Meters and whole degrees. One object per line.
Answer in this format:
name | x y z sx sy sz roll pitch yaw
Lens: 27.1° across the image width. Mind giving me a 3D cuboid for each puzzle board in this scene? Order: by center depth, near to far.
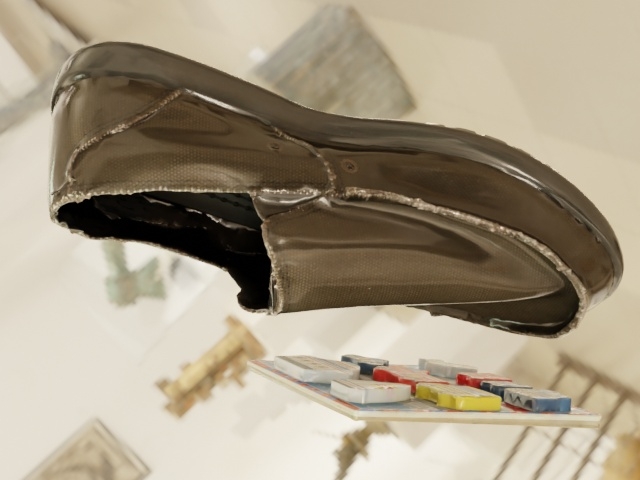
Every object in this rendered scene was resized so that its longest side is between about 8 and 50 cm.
puzzle board | 0.035 0.056 0.519 0.096 0.011 0.128 5 -179 -20

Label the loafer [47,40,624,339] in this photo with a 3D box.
loafer | 0.000 0.000 0.484 0.220 0.078 0.080 16 146 0
